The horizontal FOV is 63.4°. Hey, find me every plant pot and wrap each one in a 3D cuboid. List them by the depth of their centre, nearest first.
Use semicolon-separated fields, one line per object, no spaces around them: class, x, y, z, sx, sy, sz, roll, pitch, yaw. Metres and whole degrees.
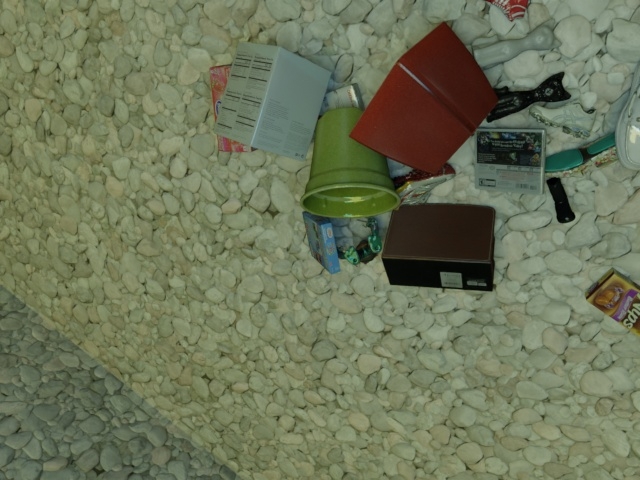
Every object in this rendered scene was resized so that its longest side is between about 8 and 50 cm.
plant pot;0.275;-0.327;1.295;0.236;0.267;0.267;41;142;2
plant pot;0.080;-0.221;1.453;0.276;0.276;0.253;-7;73;25

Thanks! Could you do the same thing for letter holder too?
letter holder;0.356;0.014;1.530;0.302;0.214;0.152;2;144;22

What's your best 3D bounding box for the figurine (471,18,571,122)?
figurine;0.507;-0.430;1.309;0.210;0.092;0.214;-12;106;18

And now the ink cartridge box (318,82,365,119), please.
ink cartridge box;0.056;-0.393;1.522;0.135;0.056;0.099;-11;107;27

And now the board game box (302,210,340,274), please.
board game box;0.000;0.000;1.637;0.039;0.211;0.160;-17;109;-14

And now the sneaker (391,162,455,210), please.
sneaker;0.289;-0.160;1.519;0.225;0.088;0.092;-21;124;27

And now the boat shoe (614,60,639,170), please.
boat shoe;0.757;-0.302;1.194;0.098;0.096;0.276;8;95;9

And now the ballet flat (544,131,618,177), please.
ballet flat;0.685;-0.204;1.326;0.241;0.091;0.077;-21;126;32

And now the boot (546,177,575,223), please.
boot;0.632;-0.110;1.365;0.045;0.121;0.099;-18;109;26

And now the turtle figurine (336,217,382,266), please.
turtle figurine;0.129;0.015;1.600;0.118;0.234;0.175;42;96;-5

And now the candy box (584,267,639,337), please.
candy box;0.848;0.174;1.429;0.187;0.053;0.109;35;119;5

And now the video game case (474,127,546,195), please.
video game case;0.506;-0.215;1.391;0.190;0.022;0.173;12;118;42

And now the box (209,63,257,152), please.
box;-0.248;-0.411;1.601;0.123;0.128;0.256;6;114;20

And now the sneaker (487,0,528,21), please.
sneaker;0.451;-0.580;1.285;0.119;0.042;0.067;11;112;16

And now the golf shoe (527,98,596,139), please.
golf shoe;0.609;-0.321;1.303;0.176;0.069;0.086;16;109;-13

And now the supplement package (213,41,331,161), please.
supplement package;-0.136;-0.385;1.449;0.198;0.199;0.262;26;102;43
